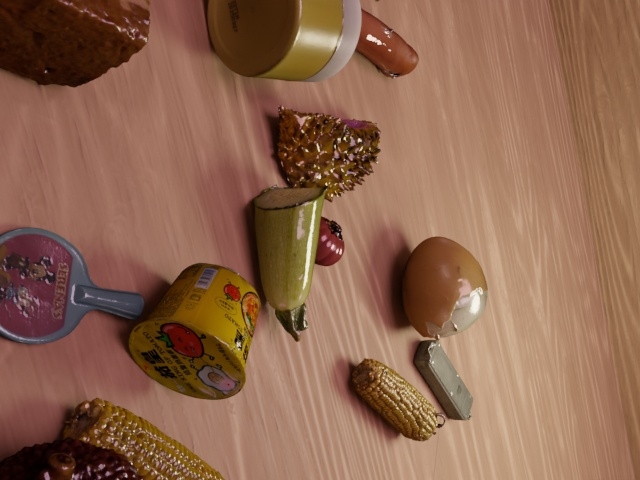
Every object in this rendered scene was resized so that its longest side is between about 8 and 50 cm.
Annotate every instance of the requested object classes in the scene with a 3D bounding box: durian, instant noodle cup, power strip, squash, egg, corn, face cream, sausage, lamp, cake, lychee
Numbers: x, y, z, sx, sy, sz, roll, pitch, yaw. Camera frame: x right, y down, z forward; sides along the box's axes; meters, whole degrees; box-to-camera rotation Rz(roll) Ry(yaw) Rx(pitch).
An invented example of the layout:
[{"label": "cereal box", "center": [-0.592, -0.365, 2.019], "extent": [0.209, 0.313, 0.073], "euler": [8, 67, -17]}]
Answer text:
[{"label": "durian", "center": [0.042, -0.177, 1.432], "extent": [0.341, 0.112, 0.191], "euler": [-3, 84, -55]}, {"label": "instant noodle cup", "center": [-0.176, 0.129, 1.056], "extent": [0.182, 0.182, 0.144], "euler": [56, 36, -30]}, {"label": "power strip", "center": [0.310, 0.351, 1.744], "extent": [0.272, 0.052, 0.078], "euler": [55, 45, -30]}, {"label": "squash", "center": [-0.070, 0.036, 1.262], "extent": [0.137, 0.137, 0.288], "euler": [10, 86, -52]}, {"label": "egg", "center": [0.288, 0.109, 1.637], "extent": [0.201, 0.201, 0.245], "euler": [9, 65, -52]}, {"label": "corn", "center": [-0.232, 0.333, 0.995], "extent": [0.318, 0.115, 0.115], "euler": [52, 47, -33]}, {"label": "face cream", "center": [-0.065, -0.396, 1.240], "extent": [0.179, 0.218, 0.218], "euler": [-12, 94, -52]}, {"label": "corn", "center": [0.167, 0.352, 1.519], "extent": [0.293, 0.106, 0.106], "euler": [44, 52, -38]}, {"label": "sausage", "center": [0.096, -0.464, 1.566], "extent": [0.418, 0.094, 0.094], "euler": [16, 94, -51]}, {"label": "lamp", "center": [0.000, 0.000, 1.361], "extent": [0.107, 0.092, 0.107], "euler": [43, 19, -19]}, {"label": "cake", "center": [-0.343, -0.374, 0.903], "extent": [0.196, 0.198, 0.293], "euler": [16, 67, -45]}, {"label": "lychee", "center": [-0.308, 0.360, 0.798], "extent": [0.235, 0.235, 0.272], "euler": [-14, 115, -53]}]

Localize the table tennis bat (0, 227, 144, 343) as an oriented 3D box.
[{"label": "table tennis bat", "center": [-0.348, 0.070, 0.947], "extent": [0.244, 0.040, 0.153], "euler": [20, 68, -45]}]
